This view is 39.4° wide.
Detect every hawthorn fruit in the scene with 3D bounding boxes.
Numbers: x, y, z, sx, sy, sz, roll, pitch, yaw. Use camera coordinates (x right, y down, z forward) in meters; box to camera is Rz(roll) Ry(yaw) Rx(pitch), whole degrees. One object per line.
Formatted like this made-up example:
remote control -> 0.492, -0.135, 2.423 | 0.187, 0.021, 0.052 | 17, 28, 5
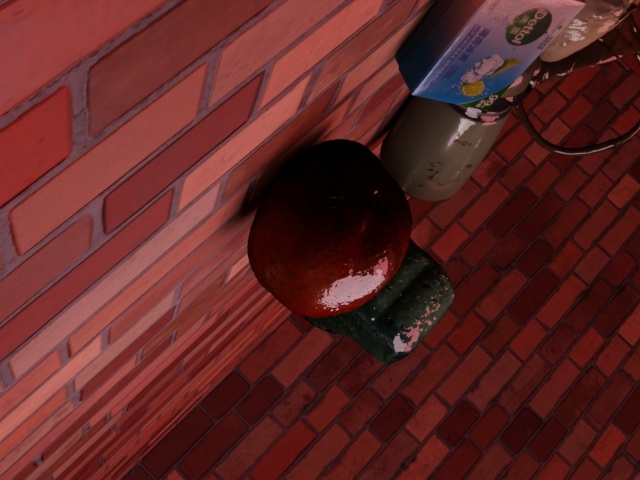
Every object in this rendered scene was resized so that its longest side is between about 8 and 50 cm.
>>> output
hawthorn fruit -> 0.000, 0.000, 1.149 | 0.215, 0.215, 0.249 | -40, 177, -45

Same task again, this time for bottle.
bottle -> 0.232, -0.216, 1.481 | 0.168, 0.168, 0.347 | -42, 171, -35

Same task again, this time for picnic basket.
picnic basket -> 0.524, -0.326, 1.826 | 0.293, 0.337, 0.337 | -14, -171, 24

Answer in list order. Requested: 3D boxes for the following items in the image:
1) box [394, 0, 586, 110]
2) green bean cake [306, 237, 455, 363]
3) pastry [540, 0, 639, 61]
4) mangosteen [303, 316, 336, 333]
box -> 0.204, -0.258, 1.101 | 0.139, 0.073, 0.194 | 5, 141, -34
green bean cake -> 0.061, 0.068, 1.543 | 0.169, 0.300, 0.308 | -44, 174, -20
pastry -> 0.414, -0.403, 1.414 | 0.265, 0.133, 0.265 | -40, -169, 10
mangosteen -> 0.056, 0.064, 1.954 | 0.233, 0.288, 0.287 | 9, 131, -48
